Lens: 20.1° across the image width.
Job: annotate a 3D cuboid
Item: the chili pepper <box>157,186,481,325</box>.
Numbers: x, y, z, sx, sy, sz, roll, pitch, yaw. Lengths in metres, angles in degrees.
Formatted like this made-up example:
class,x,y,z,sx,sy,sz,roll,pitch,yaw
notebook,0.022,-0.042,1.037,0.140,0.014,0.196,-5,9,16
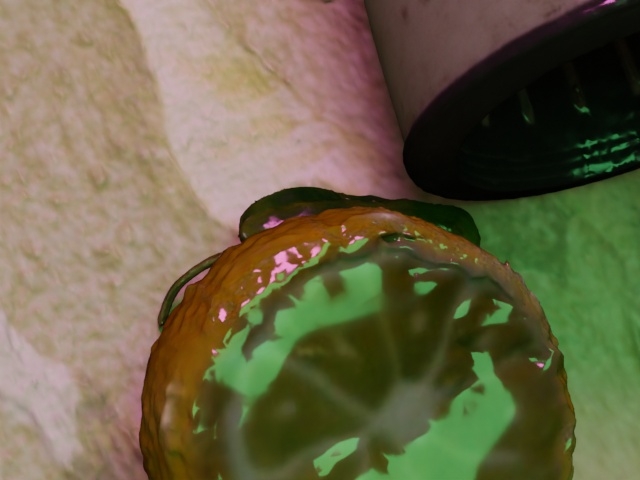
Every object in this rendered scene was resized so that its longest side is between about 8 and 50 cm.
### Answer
class,x,y,z,sx,sy,sz,roll,pitch,yaw
chili pepper,0.001,0.001,1.115,0.204,0.072,0.073,-5,77,-18

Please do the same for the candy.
class,x,y,z,sx,sy,sz,roll,pitch,yaw
candy,0.022,0.107,1.045,0.260,0.118,0.260,0,90,-19

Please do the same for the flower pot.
class,x,y,z,sx,sy,sz,roll,pitch,yaw
flower pot,0.145,-0.226,1.129,0.293,0.293,0.330,-11,69,-19
